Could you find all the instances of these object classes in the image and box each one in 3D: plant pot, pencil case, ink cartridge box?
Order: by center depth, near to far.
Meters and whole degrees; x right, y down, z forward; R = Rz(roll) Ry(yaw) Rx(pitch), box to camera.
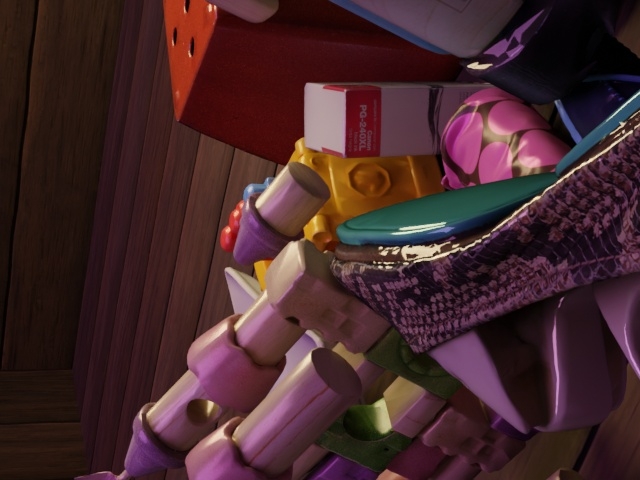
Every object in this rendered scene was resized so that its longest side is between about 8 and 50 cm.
[{"bbox_3d":[0.162,-0.031,0.969,0.098,0.095,0.209,-45,31,11],"label":"pencil case"},{"bbox_3d":[0.073,-0.111,1.138,0.109,0.150,0.063,-155,64,-69],"label":"ink cartridge box"},{"bbox_3d":[-0.026,-0.233,1.296,0.267,0.235,0.267,121,145,-56],"label":"plant pot"}]

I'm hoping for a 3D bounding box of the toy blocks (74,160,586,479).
[{"bbox_3d":[0.004,0.141,0.971,0.260,0.288,0.309,-48,30,25],"label":"toy blocks"}]

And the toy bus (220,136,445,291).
[{"bbox_3d":[0.000,0.000,1.249,0.220,0.211,0.149,117,147,-54],"label":"toy bus"}]

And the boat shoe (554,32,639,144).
[{"bbox_3d":[0.238,-0.056,0.775,0.258,0.109,0.089,55,135,33],"label":"boat shoe"}]

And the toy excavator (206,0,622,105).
[{"bbox_3d":[0.046,-0.271,0.902,0.433,0.222,0.445,-54,27,28],"label":"toy excavator"}]

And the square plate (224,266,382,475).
[{"bbox_3d":[-0.001,0.215,1.358,0.347,0.049,0.344,-150,44,-68],"label":"square plate"}]

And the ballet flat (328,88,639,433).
[{"bbox_3d":[0.154,0.016,0.680,0.483,0.164,0.182,-27,82,60],"label":"ballet flat"}]
